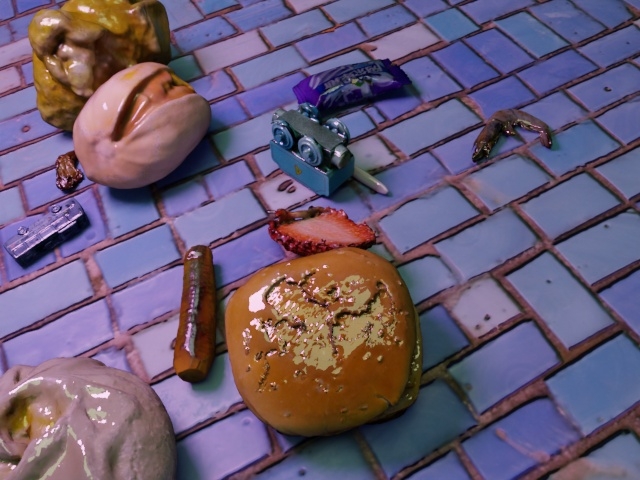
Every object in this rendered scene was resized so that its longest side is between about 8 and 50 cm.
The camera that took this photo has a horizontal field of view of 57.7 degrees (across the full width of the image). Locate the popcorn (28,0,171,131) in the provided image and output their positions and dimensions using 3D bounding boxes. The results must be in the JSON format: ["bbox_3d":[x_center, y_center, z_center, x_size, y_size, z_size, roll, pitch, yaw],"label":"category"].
[{"bbox_3d":[-0.514,-0.433,1.331,0.294,0.292,0.334,7,47,20],"label":"popcorn"}]

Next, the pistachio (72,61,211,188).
[{"bbox_3d":[-0.377,-0.238,1.229,0.230,0.229,0.308,23,56,20],"label":"pistachio"}]

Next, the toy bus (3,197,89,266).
[{"bbox_3d":[-0.552,-0.017,1.179,0.166,0.047,0.065,-39,64,-19],"label":"toy bus"}]

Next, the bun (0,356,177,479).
[{"bbox_3d":[-0.379,0.326,0.806,0.366,0.219,0.365,-5,55,6],"label":"bun"}]

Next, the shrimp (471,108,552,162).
[{"bbox_3d":[0.413,-0.214,1.240,0.148,0.035,0.195,28,60,21],"label":"shrimp"}]

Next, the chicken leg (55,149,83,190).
[{"bbox_3d":[-0.558,-0.168,1.297,0.062,0.037,0.145,4,52,-19],"label":"chicken leg"}]

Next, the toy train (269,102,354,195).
[{"bbox_3d":[-0.020,-0.187,1.186,0.198,0.154,0.107,35,61,25],"label":"toy train"}]

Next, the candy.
[{"bbox_3d":[0.066,-0.364,1.363,0.275,0.070,0.145,-19,46,-5],"label":"candy"}]

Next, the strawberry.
[{"bbox_3d":[-0.001,0.004,1.058,0.167,0.086,0.208,-10,27,-25],"label":"strawberry"}]

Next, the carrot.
[{"bbox_3d":[-0.221,0.123,1.034,0.070,0.070,0.260,-7,52,0],"label":"carrot"}]

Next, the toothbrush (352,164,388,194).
[{"bbox_3d":[0.025,-0.178,1.250,0.307,0.025,0.030,37,38,27],"label":"toothbrush"}]

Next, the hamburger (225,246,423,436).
[{"bbox_3d":[0.010,0.160,0.926,0.305,0.174,0.284,-15,65,3],"label":"hamburger"}]
